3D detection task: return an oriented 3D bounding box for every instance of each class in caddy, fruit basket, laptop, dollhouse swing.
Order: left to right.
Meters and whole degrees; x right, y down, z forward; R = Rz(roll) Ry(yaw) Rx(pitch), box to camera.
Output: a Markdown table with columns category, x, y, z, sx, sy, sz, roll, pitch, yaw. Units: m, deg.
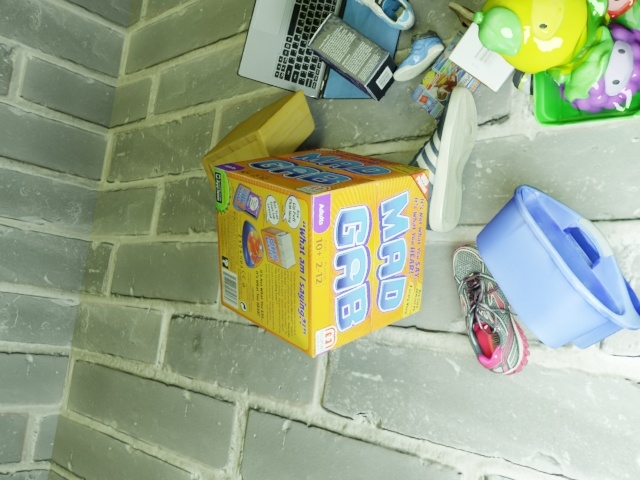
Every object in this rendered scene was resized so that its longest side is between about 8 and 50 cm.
| category | x | y | z | sx | sy | sz | roll | pitch | yaw |
| --- | --- | --- | --- | --- | --- | --- | --- | --- | --- |
| dollhouse swing | -0.145 | -0.223 | 1.930 | 0.346 | 0.305 | 0.315 | -14 | 30 | 51 |
| laptop | 0.007 | -0.628 | 1.801 | 0.236 | 0.407 | 0.382 | -174 | 98 | -79 |
| caddy | 0.459 | 0.043 | 1.175 | 0.179 | 0.241 | 0.341 | -48 | 51 | 31 |
| fruit basket | 0.478 | -0.400 | 1.141 | 0.283 | 0.392 | 0.392 | 3 | 81 | 44 |

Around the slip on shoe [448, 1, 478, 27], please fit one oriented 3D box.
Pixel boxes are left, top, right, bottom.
| category | x | y | z | sx | sy | sz | roll | pitch | yaw |
| --- | --- | --- | --- | --- | --- | --- | --- | --- | --- |
| slip on shoe | 0.365 | -0.558 | 1.559 | 0.135 | 0.051 | 0.041 | 46 | 124 | 34 |

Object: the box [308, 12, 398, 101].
| category | x | y | z | sx | sy | sz | roll | pitch | yaw |
| --- | --- | --- | --- | --- | --- | --- | --- | --- | --- |
| box | 0.093 | -0.490 | 1.674 | 0.207 | 0.153 | 0.108 | 40 | 99 | 18 |

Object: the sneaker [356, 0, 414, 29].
| category | x | y | z | sx | sy | sz | roll | pitch | yaw |
| --- | --- | --- | --- | --- | --- | --- | --- | --- | --- |
| sneaker | 0.161 | -0.666 | 1.705 | 0.237 | 0.086 | 0.085 | 42 | 99 | 18 |

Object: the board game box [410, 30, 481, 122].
| category | x | y | z | sx | sy | sz | roll | pitch | yaw |
| --- | --- | --- | --- | --- | --- | --- | --- | --- | --- |
| board game box | 0.332 | -0.404 | 1.557 | 0.201 | 0.035 | 0.136 | -52 | 49 | 22 |

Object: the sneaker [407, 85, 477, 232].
| category | x | y | z | sx | sy | sz | roll | pitch | yaw |
| --- | --- | --- | --- | --- | --- | --- | --- | --- | --- |
| sneaker | 0.271 | -0.199 | 1.495 | 0.148 | 0.131 | 0.350 | 12 | 88 | 41 |

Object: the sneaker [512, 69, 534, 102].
| category | x | y | z | sx | sy | sz | roll | pitch | yaw |
| --- | --- | --- | --- | --- | --- | --- | --- | --- | --- |
| sneaker | 0.523 | -0.410 | 1.361 | 0.097 | 0.084 | 0.235 | 41 | 111 | 17 |

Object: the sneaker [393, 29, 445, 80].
| category | x | y | z | sx | sy | sz | roll | pitch | yaw |
| --- | --- | --- | --- | --- | --- | --- | --- | --- | --- |
| sneaker | 0.250 | -0.491 | 1.641 | 0.152 | 0.058 | 0.085 | -31 | 65 | 30 |

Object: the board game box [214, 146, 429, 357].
| category | x | y | z | sx | sy | sz | roll | pitch | yaw |
| --- | --- | --- | --- | --- | --- | --- | --- | --- | --- |
| board game box | 0.000 | 0.000 | 1.473 | 0.356 | 0.356 | 0.357 | 21 | 118 | 45 |

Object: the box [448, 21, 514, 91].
| category | x | y | z | sx | sy | sz | roll | pitch | yaw |
| --- | --- | --- | --- | --- | --- | --- | --- | --- | --- |
| box | 0.372 | -0.405 | 1.396 | 0.130 | 0.170 | 0.091 | 37 | 109 | 7 |

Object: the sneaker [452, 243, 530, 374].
| category | x | y | z | sx | sy | sz | roll | pitch | yaw |
| --- | --- | --- | --- | --- | --- | --- | --- | --- | --- |
| sneaker | 0.356 | 0.138 | 1.340 | 0.121 | 0.112 | 0.299 | -36 | 56 | 33 |
